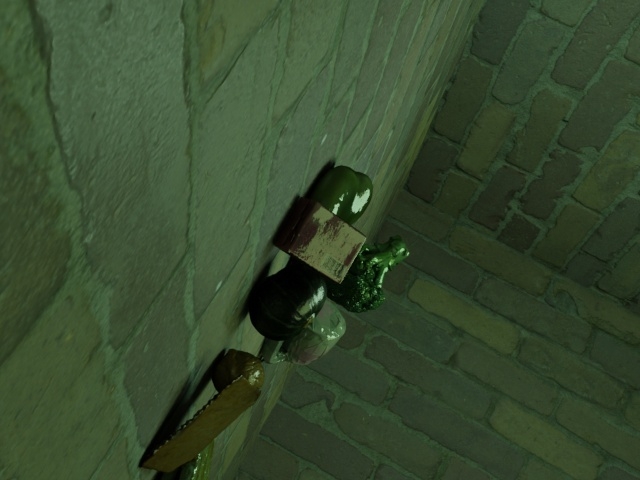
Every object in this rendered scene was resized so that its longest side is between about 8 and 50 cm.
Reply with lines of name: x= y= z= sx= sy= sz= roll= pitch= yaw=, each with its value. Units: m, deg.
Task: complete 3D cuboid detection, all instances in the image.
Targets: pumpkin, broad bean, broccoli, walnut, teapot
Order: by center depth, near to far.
walnut: x=-0.160 y=0.261 z=1.666 sx=0.105 sy=0.105 sz=0.124 roll=-60 pitch=170 yaw=-13
pumpkin: x=-0.065 y=0.121 z=1.667 sx=0.167 sy=0.125 sz=0.167 roll=-56 pitch=177 yaw=-4
broad bean: x=0.023 y=-0.070 z=1.727 sx=0.228 sy=0.100 sz=0.169 roll=-17 pitch=129 yaw=-64
teapot: x=-0.046 y=0.260 z=2.275 sx=0.178 sy=0.163 sz=0.221 roll=-57 pitch=177 yaw=31
broccoli: x=0.115 y=0.069 z=2.414 sx=0.270 sy=0.270 sz=0.270 roll=-27 pitch=169 yaw=-5

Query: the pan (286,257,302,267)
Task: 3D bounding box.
pan: x=-0.026 y=0.013 z=1.884 sx=0.115 sy=0.040 sz=0.212 roll=-54 pitch=177 yaw=-45

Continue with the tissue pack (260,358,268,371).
tissue pack: x=-0.191 y=0.398 z=2.326 sx=0.193 sy=0.026 sz=0.122 roll=-63 pitch=173 yaw=15

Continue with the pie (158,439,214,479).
pie: x=-0.278 y=0.507 z=1.779 sx=0.274 sy=0.105 sz=0.257 roll=100 pitch=11 yaw=-72

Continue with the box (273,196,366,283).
box: x=0.000 y=0.000 z=1.592 sx=0.060 sy=0.156 sz=0.111 roll=22 pitch=-101 yaw=53

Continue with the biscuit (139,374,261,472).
biscuit: x=-0.208 y=0.338 z=1.554 sx=0.232 sy=0.013 sz=0.237 roll=-42 pitch=162 yaw=-8
